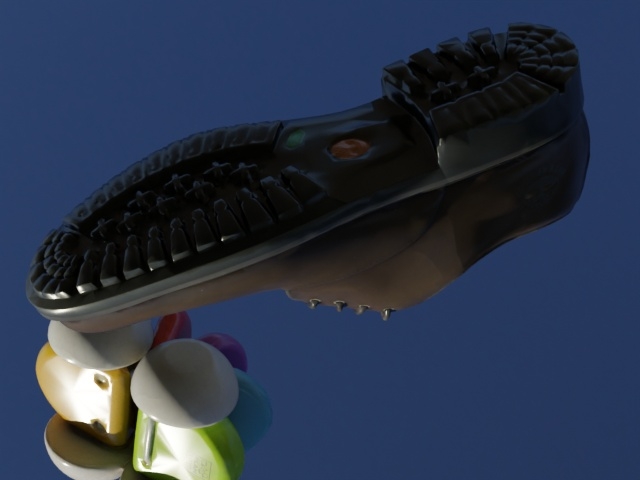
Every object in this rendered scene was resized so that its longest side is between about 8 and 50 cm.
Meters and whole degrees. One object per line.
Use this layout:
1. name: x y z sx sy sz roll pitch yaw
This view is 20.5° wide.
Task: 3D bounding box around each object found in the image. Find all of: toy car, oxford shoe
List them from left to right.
1. toy car: -0.114 0.112 1.298 0.182 0.159 0.136 30 -140 26
2. oxford shoe: 0.000 0.000 0.686 0.227 0.096 0.083 -17 -142 0
